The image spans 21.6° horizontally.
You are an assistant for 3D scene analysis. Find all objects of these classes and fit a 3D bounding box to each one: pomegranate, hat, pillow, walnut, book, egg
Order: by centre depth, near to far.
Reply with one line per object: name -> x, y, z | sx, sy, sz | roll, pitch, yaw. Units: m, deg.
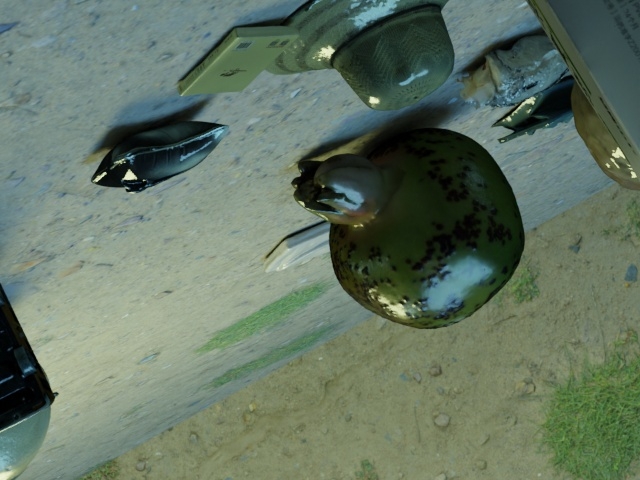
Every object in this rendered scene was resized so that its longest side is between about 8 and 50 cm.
book -> -0.079, -0.172, 1.599 | 0.077, 0.014, 0.111 | -8, 159, -40
hat -> 0.074, -0.189, 1.667 | 0.252, 0.110, 0.252 | -25, 170, -5
pillow -> -0.165, -0.089, 1.708 | 0.136, 0.055, 0.091 | -23, 151, -33
egg -> -0.455, 0.225, 2.127 | 0.244, 0.201, 0.201 | -19, 177, 37
pomegranate -> 0.101, -0.031, 2.239 | 0.341, 0.285, 0.285 | 25, 136, -35
walnut -> 0.467, -0.195, 2.335 | 0.248, 0.248, 0.248 | -27, 170, -5

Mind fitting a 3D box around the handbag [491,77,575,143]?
handbag -> 0.379, -0.206, 2.550 | 0.221, 0.057, 0.144 | -21, 172, -35

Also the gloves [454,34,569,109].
gloves -> 0.256, -0.211, 2.135 | 0.153, 0.070, 0.114 | -22, 169, -36

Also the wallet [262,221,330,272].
wallet -> 0.000, 0.000, 2.655 | 0.183, 0.032, 0.124 | -20, 165, -30

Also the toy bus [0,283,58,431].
toy bus -> -0.371, 0.126, 1.881 | 0.091, 0.182, 0.103 | -27, 172, -4

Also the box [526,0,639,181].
box -> 0.248, -0.210, 1.361 | 0.145, 0.333, 0.173 | -32, 170, 7
